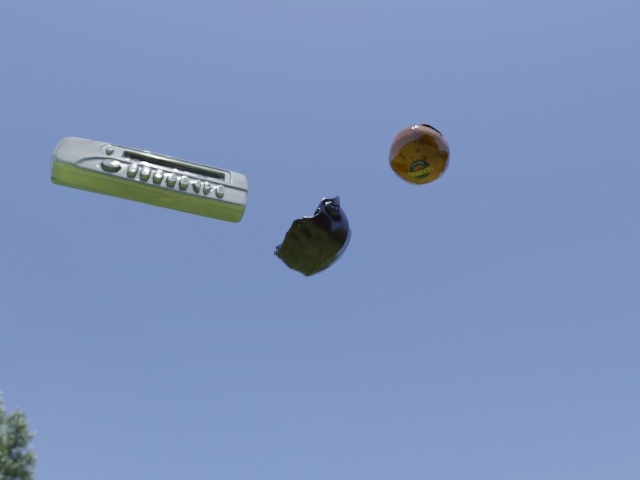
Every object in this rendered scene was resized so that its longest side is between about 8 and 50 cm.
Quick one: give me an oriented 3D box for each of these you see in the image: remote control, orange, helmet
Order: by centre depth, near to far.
[{"bbox_3d":[-0.202,-0.070,0.911,0.230,0.090,0.049,12,-64,-11],"label":"remote control"},{"bbox_3d":[0.000,0.000,0.989,0.070,0.123,0.098,49,-39,8],"label":"helmet"},{"bbox_3d":[0.130,-0.113,1.002,0.084,0.083,0.083,2,-38,1],"label":"orange"}]
